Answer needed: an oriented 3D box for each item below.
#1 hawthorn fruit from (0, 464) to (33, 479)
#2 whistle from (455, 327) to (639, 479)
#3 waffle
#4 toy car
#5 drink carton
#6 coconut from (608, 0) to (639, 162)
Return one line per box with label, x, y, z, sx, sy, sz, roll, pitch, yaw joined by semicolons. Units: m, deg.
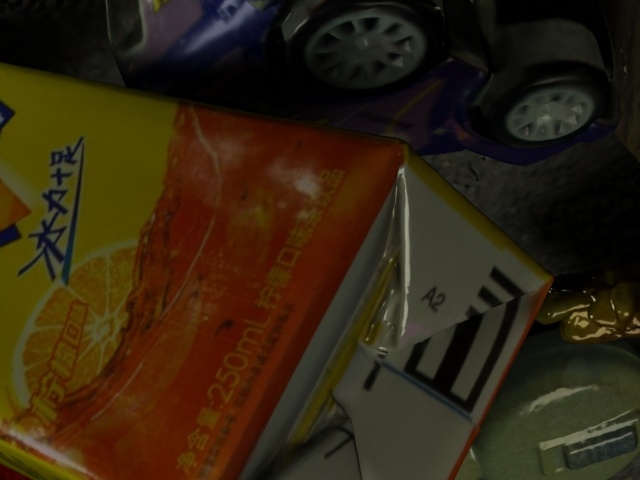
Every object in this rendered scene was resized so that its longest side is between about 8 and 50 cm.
hawthorn fruit;-0.033;0.126;0.947;0.266;0.210;0.230;-37;102;6
whistle;0.103;0.126;1.095;0.258;0.067;0.126;-17;134;0
waffle;0.251;0.023;0.976;0.229;0.051;0.232;-14;174;39
toy car;0.018;-0.110;0.782;0.235;0.172;0.158;19;140;-35
drink carton;-0.095;0.021;0.710;0.111;0.351;0.154;40;73;-43
coconut;0.257;-0.104;0.834;0.237;0.197;0.237;-7;126;-9
